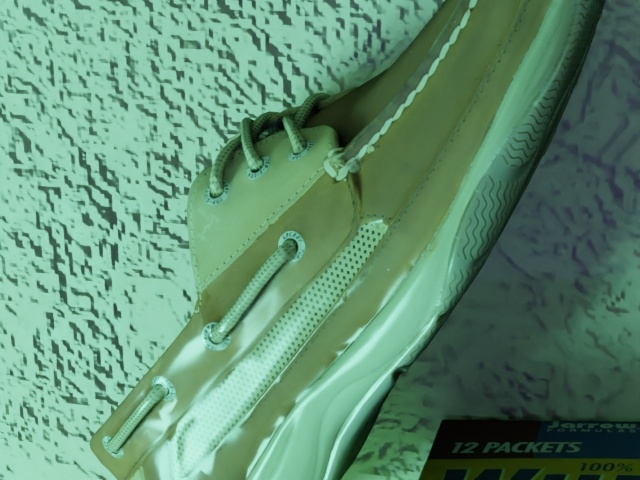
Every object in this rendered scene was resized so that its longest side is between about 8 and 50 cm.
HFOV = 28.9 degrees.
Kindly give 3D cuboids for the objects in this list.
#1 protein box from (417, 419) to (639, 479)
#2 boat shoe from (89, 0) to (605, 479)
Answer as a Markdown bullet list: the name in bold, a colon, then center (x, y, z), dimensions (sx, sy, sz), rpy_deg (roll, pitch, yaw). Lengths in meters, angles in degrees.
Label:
- **protein box**: center (0.105, 0.199, 0.477), dimensions (0.136, 0.200, 0.201), rpy_deg (-3, 105, 16)
- **boat shoe**: center (0.000, 0.000, 0.491), dimensions (0.116, 0.123, 0.324), rpy_deg (32, 110, 6)
